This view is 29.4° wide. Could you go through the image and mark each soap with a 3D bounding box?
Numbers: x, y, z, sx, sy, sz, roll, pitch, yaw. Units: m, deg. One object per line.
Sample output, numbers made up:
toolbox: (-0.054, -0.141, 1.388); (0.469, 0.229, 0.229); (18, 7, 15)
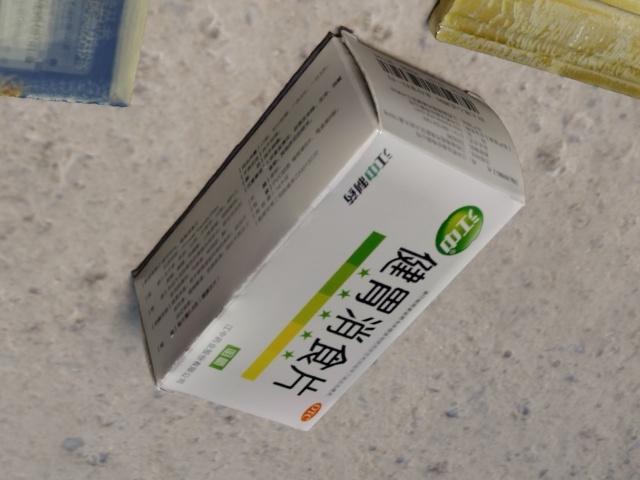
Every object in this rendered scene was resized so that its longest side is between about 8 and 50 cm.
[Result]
soap: (0.215, -0.185, 1.035); (0.252, 0.037, 0.092); (12, 125, -26)

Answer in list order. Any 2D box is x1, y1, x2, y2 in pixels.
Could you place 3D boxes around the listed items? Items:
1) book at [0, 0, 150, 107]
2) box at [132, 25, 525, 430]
book: (-0.259, -0.209, 0.802); (0.323, 0.018, 0.228); (3, 113, -29)
box: (0.001, -0.002, 1.059); (0.173, 0.145, 0.333); (22, 121, -36)
